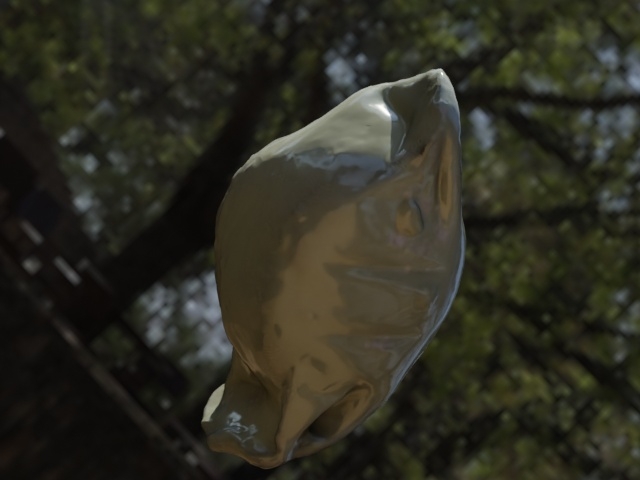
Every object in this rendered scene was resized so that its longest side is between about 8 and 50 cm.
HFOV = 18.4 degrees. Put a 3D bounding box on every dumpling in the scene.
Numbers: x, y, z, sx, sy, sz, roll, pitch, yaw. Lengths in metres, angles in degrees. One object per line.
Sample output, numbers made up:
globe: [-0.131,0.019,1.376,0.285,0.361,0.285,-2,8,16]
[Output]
dumpling: [0.002,-0.002,0.829,0.134,0.100,0.169,-122,-145,-62]
